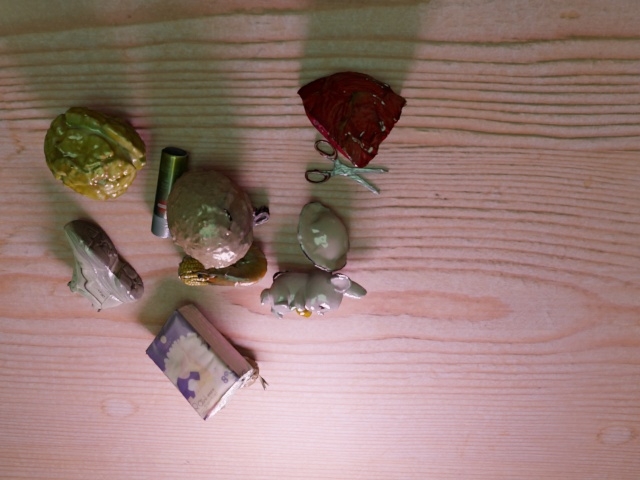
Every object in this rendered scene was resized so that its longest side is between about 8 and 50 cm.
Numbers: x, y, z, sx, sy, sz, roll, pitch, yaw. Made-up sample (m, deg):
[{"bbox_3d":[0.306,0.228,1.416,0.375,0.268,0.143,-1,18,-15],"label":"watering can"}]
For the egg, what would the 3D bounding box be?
[{"bbox_3d":[-0.332,-0.070,1.561,0.279,0.279,0.310,-18,83,11],"label":"egg"}]

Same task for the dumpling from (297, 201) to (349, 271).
[{"bbox_3d":[0.000,0.000,1.653,0.142,0.172,0.247,-16,115,43],"label":"dumpling"}]

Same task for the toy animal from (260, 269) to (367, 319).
[{"bbox_3d":[-0.026,0.169,1.715,0.325,0.154,0.208,-21,151,22],"label":"toy animal"}]

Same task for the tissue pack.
[{"bbox_3d":[-0.426,0.425,1.822,0.344,0.125,0.242,44,111,14],"label":"tissue pack"}]

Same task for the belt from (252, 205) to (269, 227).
[{"bbox_3d":[-0.263,-0.035,1.705,0.232,0.053,0.071,-40,105,19],"label":"belt"}]

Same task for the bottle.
[{"bbox_3d":[-0.479,-0.148,1.643,0.082,0.082,0.286,15,116,-5],"label":"bottle"}]

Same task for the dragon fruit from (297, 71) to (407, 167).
[{"bbox_3d":[0.107,-0.309,1.447,0.302,0.330,0.240,-13,136,6],"label":"dragon fruit"}]

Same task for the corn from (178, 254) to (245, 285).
[{"bbox_3d":[-0.331,0.100,1.753,0.293,0.106,0.106,-2,116,-1],"label":"corn"}]

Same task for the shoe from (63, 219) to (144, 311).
[{"bbox_3d":[-0.779,0.102,1.748,0.210,0.132,0.342,-25,116,11],"label":"shoe"}]

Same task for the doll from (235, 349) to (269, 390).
[{"bbox_3d":[-0.285,0.480,1.925,0.221,0.105,0.115,26,130,-8],"label":"doll"}]

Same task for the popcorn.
[{"bbox_3d":[-0.659,-0.256,1.511,0.282,0.247,0.282,-2,102,-10],"label":"popcorn"}]

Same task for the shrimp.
[{"bbox_3d":[-0.294,0.084,1.676,0.249,0.068,0.150,-11,76,-6],"label":"shrimp"}]

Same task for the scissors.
[{"bbox_3d":[0.084,-0.216,1.624,0.248,0.017,0.144,16,116,-7],"label":"scissors"}]
